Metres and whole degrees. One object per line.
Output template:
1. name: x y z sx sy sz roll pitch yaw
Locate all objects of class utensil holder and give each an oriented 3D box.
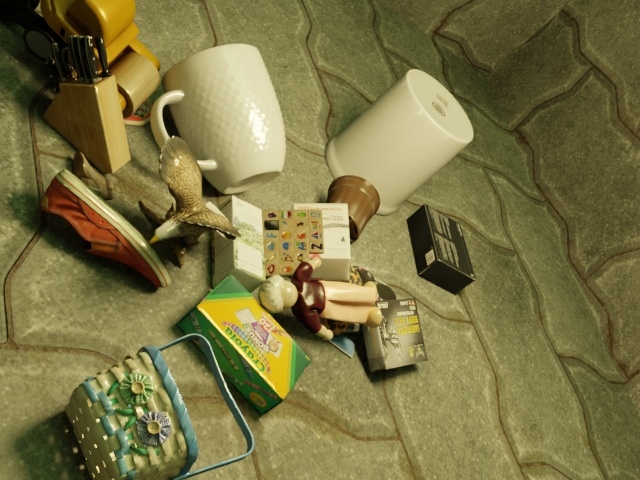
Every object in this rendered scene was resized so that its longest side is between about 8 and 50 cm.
1. utensil holder: 0.260 -0.322 2.464 0.327 0.385 0.328 30 38 -27

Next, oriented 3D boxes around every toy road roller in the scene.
1. toy road roller: -0.507 -0.474 1.763 0.329 0.240 0.203 45 48 -20

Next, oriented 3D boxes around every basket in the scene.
1. basket: -0.280 0.315 1.335 0.289 0.201 0.255 -14 66 -44

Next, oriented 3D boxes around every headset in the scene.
1. headset: -0.728 -0.660 1.822 0.394 0.185 0.243 38 32 -37

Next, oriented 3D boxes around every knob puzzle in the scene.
1. knob puzzle: -0.505 -0.371 1.934 0.213 0.030 0.213 31 36 -26

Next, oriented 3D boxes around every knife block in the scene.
1. knife block: -0.504 -0.322 1.688 0.275 0.242 0.088 44 34 -9

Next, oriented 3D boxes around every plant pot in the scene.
1. plant pot: 0.079 -0.081 2.221 0.167 0.167 0.165 40 41 -13

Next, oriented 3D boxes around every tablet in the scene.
1. tablet: 0.055 0.267 1.965 0.083 0.006 0.054 39 33 -16

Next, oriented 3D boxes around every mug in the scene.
1. mug: -0.267 -0.293 1.924 0.374 0.276 0.328 -15 82 -45

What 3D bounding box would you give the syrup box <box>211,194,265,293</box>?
1. syrup box: -0.204 0.014 1.834 0.093 0.096 0.237 27 38 -34

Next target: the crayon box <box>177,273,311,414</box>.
1. crayon box: -0.166 0.229 1.672 0.278 0.081 0.165 48 32 -3

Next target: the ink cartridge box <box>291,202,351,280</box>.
1. ink cartridge box: 0.000 0.000 2.032 0.158 0.092 0.218 1 43 -2

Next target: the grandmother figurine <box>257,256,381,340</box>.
1. grandmother figurine: -0.006 0.137 1.824 0.342 0.104 0.208 7 55 -39

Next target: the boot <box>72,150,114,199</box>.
1. boot: -0.510 -0.141 1.688 0.087 0.042 0.119 22 42 -45

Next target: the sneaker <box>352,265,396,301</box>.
1. sneaker: 0.151 0.130 2.167 0.178 0.072 0.077 50 1 -23

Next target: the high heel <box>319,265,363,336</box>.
1. high heel: 0.029 0.131 1.990 0.186 0.093 0.261 6 55 -50

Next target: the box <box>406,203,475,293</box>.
1. box: 0.407 0.028 2.542 0.184 0.103 0.261 25 39 -28

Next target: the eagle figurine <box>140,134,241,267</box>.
1. eagle figurine: -0.284 -0.062 1.635 0.226 0.298 0.225 23 54 -14

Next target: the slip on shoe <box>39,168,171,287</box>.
1. slip on shoe: -0.447 -0.007 1.576 0.331 0.101 0.123 46 -6 -26

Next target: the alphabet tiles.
1. alphabet tiles: -0.089 0.003 1.954 0.198 0.009 0.237 0 47 -3

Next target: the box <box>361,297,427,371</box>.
1. box: 0.200 0.254 2.040 0.231 0.056 0.183 4 72 -54
